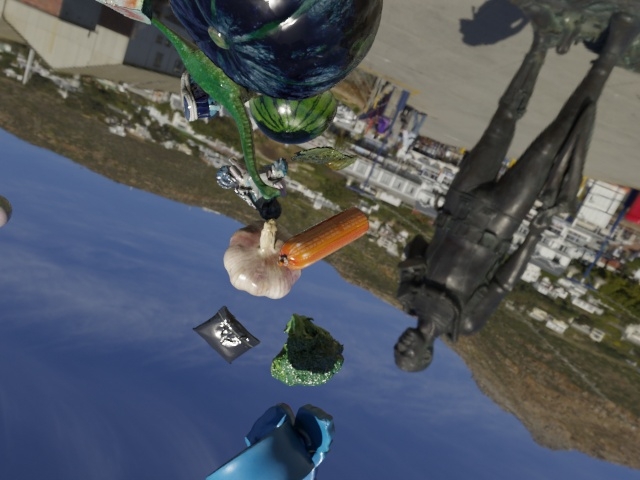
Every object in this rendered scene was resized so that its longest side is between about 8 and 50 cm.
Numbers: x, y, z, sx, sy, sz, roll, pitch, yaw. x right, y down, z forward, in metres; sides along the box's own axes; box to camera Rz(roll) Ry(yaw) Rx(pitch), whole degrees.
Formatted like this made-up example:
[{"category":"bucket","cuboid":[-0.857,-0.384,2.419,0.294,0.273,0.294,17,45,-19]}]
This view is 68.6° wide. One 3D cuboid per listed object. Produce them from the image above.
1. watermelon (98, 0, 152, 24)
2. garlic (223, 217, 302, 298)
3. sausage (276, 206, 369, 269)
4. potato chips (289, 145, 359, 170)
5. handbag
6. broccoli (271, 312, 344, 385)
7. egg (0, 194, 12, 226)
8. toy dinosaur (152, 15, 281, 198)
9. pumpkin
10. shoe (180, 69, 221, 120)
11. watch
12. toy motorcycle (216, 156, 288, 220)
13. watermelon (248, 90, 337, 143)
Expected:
[{"category":"watermelon","cuboid":[-0.223,-0.272,0.527,0.061,0.085,0.085,-20,-143,-26]},{"category":"garlic","cuboid":[-0.155,0.026,1.372,0.245,0.253,0.245,8,-124,-12]},{"category":"sausage","cuboid":[0.000,0.000,1.269,0.093,0.092,0.312,33,-137,32]},{"category":"potato chips","cuboid":[0.004,-0.177,1.014,0.143,0.026,0.209,-3,179,15]},{"category":"handbag","cuboid":[-0.430,0.436,2.163,0.254,0.211,0.088,48,-161,-14]},{"category":"broccoli","cuboid":[-0.050,0.384,1.614,0.294,0.265,0.245,71,180,-49]},{"category":"egg","cuboid":[-0.962,-0.086,1.370,0.135,0.103,0.103,-13,168,39]},{"category":"toy dinosaur","cuboid":[-0.220,-0.280,0.908,0.447,0.300,0.087,25,157,3]},{"category":"pumpkin","cuboid":[-0.075,-0.400,0.755,0.363,0.266,0.363,32,164,10]},{"category":"shoe","cuboid":[-0.317,-0.390,1.255,0.106,0.091,0.207,-8,-137,-13]},{"category":"watch","cuboid":[-0.106,0.541,1.138,0.241,0.305,0.275,53,-155,16]},{"category":"toy motorcycle","cuboid":[-0.194,-0.203,1.526,0.239,0.204,0.108,39,174,-25]},{"category":"watermelon","cuboid":[-0.111,-0.449,1.727,0.331,0.189,0.331,15,165,4]}]
